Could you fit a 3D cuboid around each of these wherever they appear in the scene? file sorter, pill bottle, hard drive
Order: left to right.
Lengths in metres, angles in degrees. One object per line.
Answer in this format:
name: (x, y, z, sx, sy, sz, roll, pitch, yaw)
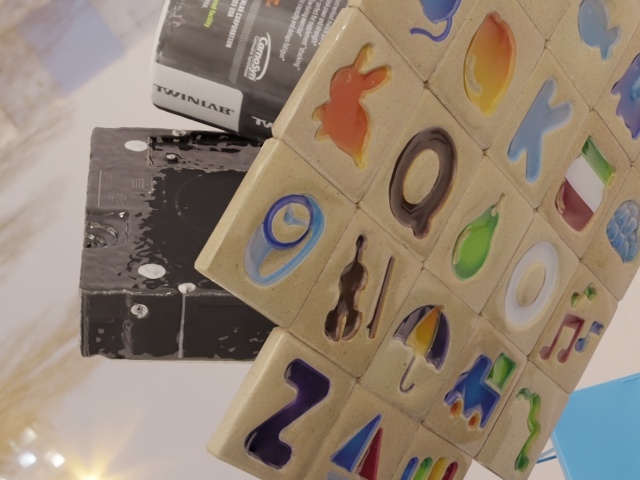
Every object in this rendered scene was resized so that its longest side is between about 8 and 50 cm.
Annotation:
hard drive: (0.000, 0.000, 0.908, 0.237, 0.338, 0.064, -104, -163, -57)
pill bottle: (0.009, -0.121, 0.912, 0.245, 0.130, 0.130, 19, -27, 3)
file sorter: (0.280, 0.238, 1.245, 0.104, 0.118, 0.170, 122, -48, -64)

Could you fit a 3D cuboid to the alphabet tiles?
alphabet tiles: (0.084, -0.028, 0.571, 0.011, 0.343, 0.285, 23, -11, 41)
